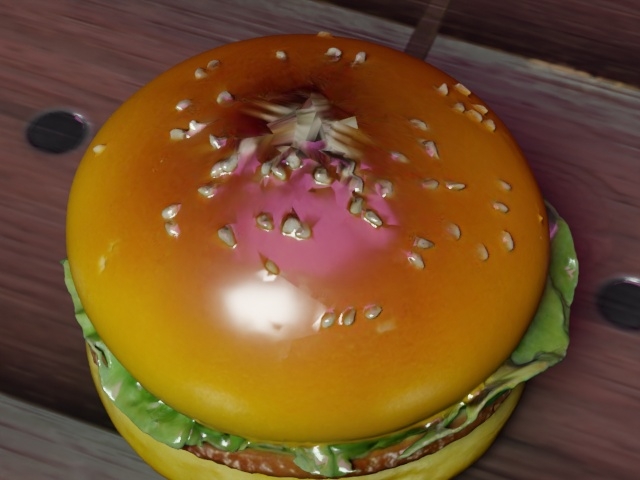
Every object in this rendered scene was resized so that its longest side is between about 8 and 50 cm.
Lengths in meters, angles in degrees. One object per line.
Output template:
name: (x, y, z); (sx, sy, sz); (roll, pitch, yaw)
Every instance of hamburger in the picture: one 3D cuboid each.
hamburger: (-0.002, 0.000, 0.717); (0.246, 0.170, 0.246); (0, 51, 1)
